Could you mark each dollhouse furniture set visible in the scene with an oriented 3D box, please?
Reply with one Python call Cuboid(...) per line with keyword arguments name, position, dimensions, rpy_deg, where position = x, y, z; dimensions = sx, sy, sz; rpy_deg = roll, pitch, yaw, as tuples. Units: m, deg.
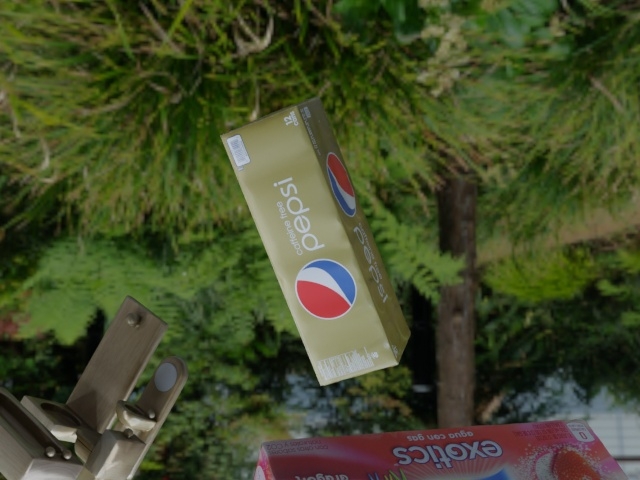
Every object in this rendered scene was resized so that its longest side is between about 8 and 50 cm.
Cuboid(name="dollhouse furniture set", position=(-0.187, 0.110, 0.736), dimensions=(0.144, 0.123, 0.151), rpy_deg=(29, 179, 36))

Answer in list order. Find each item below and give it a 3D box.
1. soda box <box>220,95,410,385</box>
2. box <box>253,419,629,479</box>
Cuboid(name="soda box", position=(0.000, 0.000, 0.627), dimensions=(0.058, 0.181, 0.061), rpy_deg=(-18, -171, 18))
Cuboid(name="box", position=(0.097, 0.251, 0.736), dimensions=(0.299, 0.154, 0.142), rpy_deg=(1, -147, -21))
